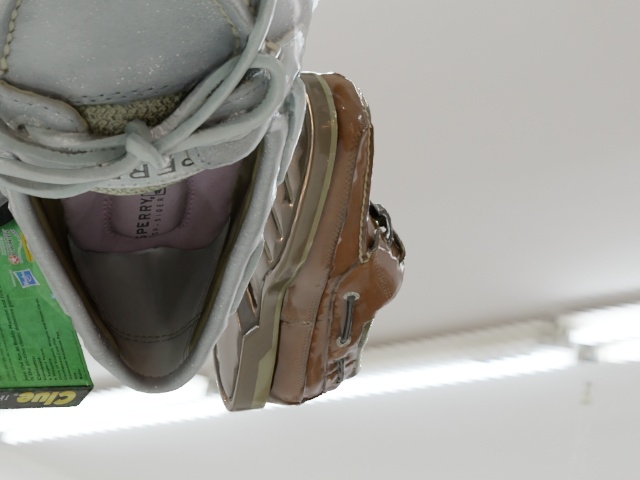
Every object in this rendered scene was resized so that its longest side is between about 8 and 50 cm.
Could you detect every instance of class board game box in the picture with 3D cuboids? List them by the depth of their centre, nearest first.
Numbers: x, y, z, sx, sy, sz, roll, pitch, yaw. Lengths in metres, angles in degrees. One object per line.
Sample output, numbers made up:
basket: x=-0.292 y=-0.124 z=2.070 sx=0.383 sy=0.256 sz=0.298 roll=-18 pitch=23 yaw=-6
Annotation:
board game box: x=-0.232 y=-0.016 z=0.903 sx=0.136 sy=0.260 sz=0.030 roll=5 pitch=-38 yaw=-39

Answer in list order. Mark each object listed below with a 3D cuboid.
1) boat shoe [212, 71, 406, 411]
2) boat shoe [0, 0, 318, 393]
boat shoe: x=0.000 y=0.000 z=1.006 sx=0.104 sy=0.111 sz=0.307 roll=-4 pitch=-35 yaw=-17
boat shoe: x=-0.061 y=-0.032 z=0.536 sx=0.118 sy=0.103 sz=0.320 roll=-4 pitch=-19 yaw=-9
